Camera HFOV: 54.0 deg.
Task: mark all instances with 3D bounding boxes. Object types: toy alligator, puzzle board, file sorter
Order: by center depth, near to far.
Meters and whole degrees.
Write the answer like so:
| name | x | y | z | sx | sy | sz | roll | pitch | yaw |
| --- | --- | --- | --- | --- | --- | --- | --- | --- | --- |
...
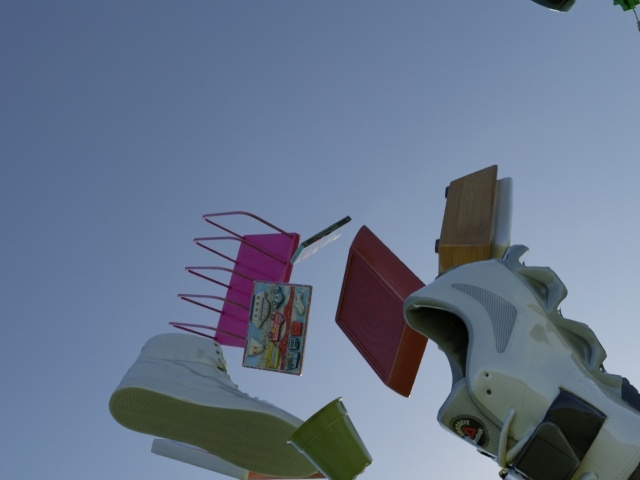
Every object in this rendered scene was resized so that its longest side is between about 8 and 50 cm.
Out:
| name | x | y | z | sx | sy | sz | roll | pitch | yaw |
| --- | --- | --- | --- | --- | --- | --- | --- | --- | --- |
| puzzle board | -0.064 | 0.124 | 0.906 | 0.011 | 0.096 | 0.128 | 28 | -113 | -65 |
| toy alligator | 0.569 | -0.472 | 1.189 | 0.056 | 0.051 | 0.190 | -20 | -86 | -20 |
| file sorter | -0.210 | 0.093 | 1.489 | 0.182 | 0.202 | 0.291 | 29 | -112 | -42 |

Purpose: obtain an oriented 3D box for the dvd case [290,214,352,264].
| name | x | y | z | sx | sy | sz | roll | pitch | yaw |
| --- | --- | --- | --- | --- | --- | --- | --- | --- | --- |
| dvd case | 0.000 | 0.000 | 1.201 | 0.119 | 0.013 | 0.087 | -30 | -12 | -26 |

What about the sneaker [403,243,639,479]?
| name | x | y | z | sx | sy | sz | roll | pitch | yaw |
| --- | --- | --- | --- | --- | --- | --- | --- | --- | --- |
| sneaker | 0.172 | 0.151 | 0.484 | 0.146 | 0.331 | 0.123 | -15 | -45 | -16 |

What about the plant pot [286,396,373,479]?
| name | x | y | z | sx | sy | sz | roll | pitch | yaw |
| --- | --- | --- | --- | --- | --- | --- | --- | --- | --- |
| plant pot | 0.018 | 0.235 | 0.714 | 0.083 | 0.079 | 0.083 | -36 | -21 | -16 |

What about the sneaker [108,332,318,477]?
| name | x | y | z | sx | sy | sz | roll | pitch | yaw |
| --- | --- | --- | --- | --- | --- | --- | --- | --- | --- |
| sneaker | -0.126 | 0.215 | 0.885 | 0.292 | 0.169 | 0.108 | 22 | -67 | -7 |

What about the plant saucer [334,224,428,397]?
| name | x | y | z | sx | sy | sz | roll | pitch | yaw |
| --- | --- | --- | --- | --- | --- | --- | --- | --- | --- |
| plant saucer | 0.112 | 0.144 | 1.248 | 0.047 | 0.258 | 0.259 | -11 | -51 | -29 |

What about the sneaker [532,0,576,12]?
| name | x | y | z | sx | sy | sz | roll | pitch | yaw |
| --- | --- | --- | --- | --- | --- | --- | --- | --- | --- |
| sneaker | 0.423 | -0.522 | 1.225 | 0.232 | 0.081 | 0.091 | 11 | -50 | -24 |

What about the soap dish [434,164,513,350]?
| name | x | y | z | sx | sy | sz | roll | pitch | yaw |
| --- | --- | --- | --- | --- | --- | --- | --- | --- | --- |
| soap dish | 0.267 | 0.048 | 1.098 | 0.118 | 0.229 | 0.291 | 5 | -50 | 15 |

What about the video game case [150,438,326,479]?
| name | x | y | z | sx | sy | sz | roll | pitch | yaw |
| --- | --- | --- | --- | --- | --- | --- | --- | --- | --- |
| video game case | -0.108 | 0.365 | 1.048 | 0.285 | 0.203 | 0.025 | 27 | -111 | -51 |
